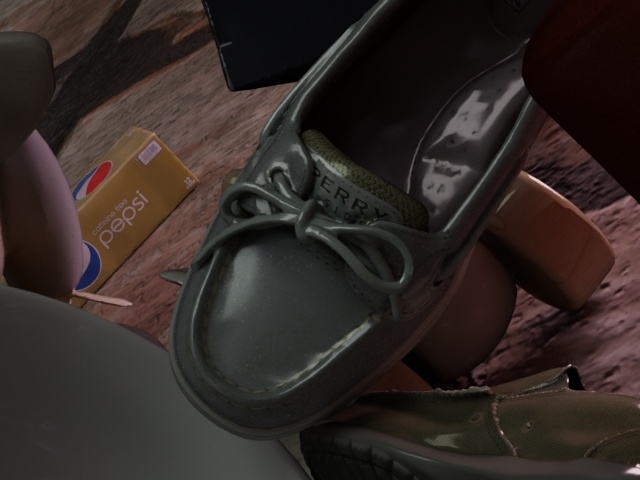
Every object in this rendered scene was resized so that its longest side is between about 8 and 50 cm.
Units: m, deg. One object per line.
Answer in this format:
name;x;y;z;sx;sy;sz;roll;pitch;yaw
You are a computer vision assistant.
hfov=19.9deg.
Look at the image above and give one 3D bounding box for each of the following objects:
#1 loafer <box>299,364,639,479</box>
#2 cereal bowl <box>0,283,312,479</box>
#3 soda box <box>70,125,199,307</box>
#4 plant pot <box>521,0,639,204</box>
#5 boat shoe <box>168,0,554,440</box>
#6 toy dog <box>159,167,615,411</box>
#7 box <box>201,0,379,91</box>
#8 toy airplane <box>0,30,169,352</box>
loafer;0.089;0.106;0.794;0.087;0.094;0.251;-36;24;-32
cereal bowl;-0.151;0.176;0.780;0.339;0.339;0.141;-80;16;-55
soda box;-0.184;-0.005;1.441;0.181;0.058;0.061;-46;23;-10
plant pot;0.231;-0.085;0.686;0.267;0.267;0.236;-50;11;-16
boat shoe;0.041;-0.052;0.815;0.320;0.118;0.103;-49;-16;-4
toy dog;0.000;0.000;1.005;0.334;0.161;0.220;-9;40;53
box;0.022;-0.266;1.060;0.179;0.312;0.343;-17;4;15
toy airplane;-0.212;0.048;1.123;0.384;0.272;0.386;126;156;-66
